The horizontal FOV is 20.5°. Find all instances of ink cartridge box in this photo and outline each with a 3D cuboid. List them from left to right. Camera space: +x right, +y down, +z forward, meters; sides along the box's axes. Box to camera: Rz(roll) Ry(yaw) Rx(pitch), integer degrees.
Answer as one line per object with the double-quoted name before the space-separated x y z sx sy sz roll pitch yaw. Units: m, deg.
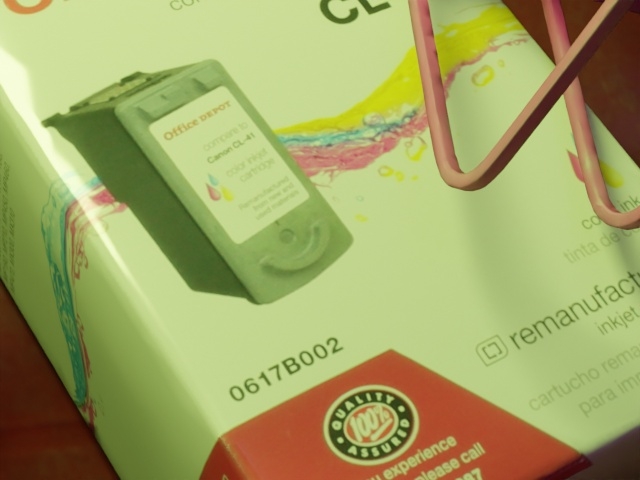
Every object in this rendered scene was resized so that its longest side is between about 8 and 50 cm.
"ink cartridge box" 0.000 0.000 0.733 0.226 0.131 0.306 -25 66 -25

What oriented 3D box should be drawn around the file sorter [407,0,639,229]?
"file sorter" 0.197 -0.100 0.669 0.290 0.202 0.182 13 48 -22
